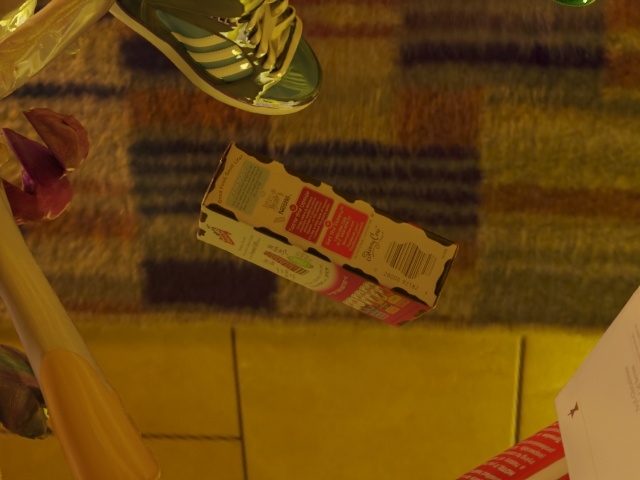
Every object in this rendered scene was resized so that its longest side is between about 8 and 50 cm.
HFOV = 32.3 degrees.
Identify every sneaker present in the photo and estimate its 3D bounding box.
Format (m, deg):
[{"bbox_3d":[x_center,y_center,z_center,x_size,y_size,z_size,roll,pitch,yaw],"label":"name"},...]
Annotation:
[{"bbox_3d":[-0.395,-0.293,1.411,0.080,0.094,0.212,31,111,9],"label":"sneaker"},{"bbox_3d":[-0.074,-0.258,1.208,0.322,0.130,0.236,30,156,-30],"label":"sneaker"}]

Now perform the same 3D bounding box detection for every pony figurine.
[{"bbox_3d":[-0.217,-0.044,0.620,0.302,0.351,0.363,-21,96,-14],"label":"pony figurine"}]

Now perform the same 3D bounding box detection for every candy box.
[{"bbox_3d":[0.000,0.000,1.074,0.233,0.159,0.071,24,76,-4],"label":"candy box"}]

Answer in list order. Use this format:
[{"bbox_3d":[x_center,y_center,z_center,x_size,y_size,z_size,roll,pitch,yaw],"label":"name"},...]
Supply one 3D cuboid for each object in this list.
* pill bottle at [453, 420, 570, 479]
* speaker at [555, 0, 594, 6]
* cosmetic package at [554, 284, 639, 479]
[{"bbox_3d":[0.212,0.293,0.980,0.407,0.229,0.229,-25,117,-17],"label":"pill bottle"},{"bbox_3d":[0.394,-0.459,1.495,0.131,0.296,0.131,30,161,12],"label":"speaker"},{"bbox_3d":[0.268,0.133,0.645,0.097,0.377,0.284,24,121,-12],"label":"cosmetic package"}]
